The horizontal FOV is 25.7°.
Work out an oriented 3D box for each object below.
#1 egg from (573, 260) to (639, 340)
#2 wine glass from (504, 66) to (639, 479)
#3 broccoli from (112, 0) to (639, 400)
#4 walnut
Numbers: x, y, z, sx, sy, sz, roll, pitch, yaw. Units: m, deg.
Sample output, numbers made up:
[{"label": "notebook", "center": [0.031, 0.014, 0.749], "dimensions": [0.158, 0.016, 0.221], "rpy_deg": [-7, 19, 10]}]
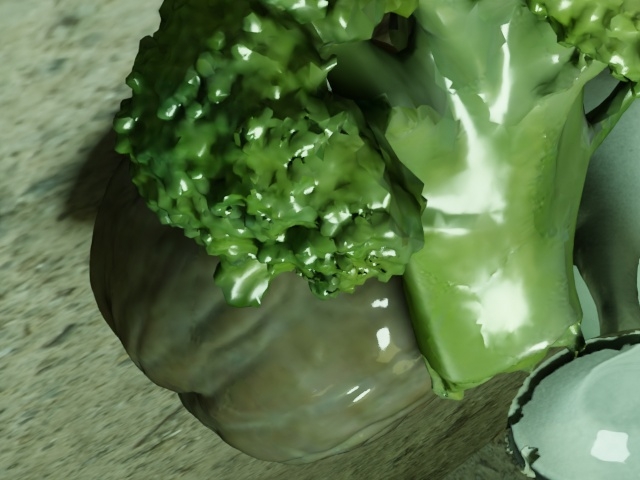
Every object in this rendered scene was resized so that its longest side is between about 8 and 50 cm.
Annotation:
[{"label": "egg", "center": [0.321, -0.058, 1.101], "dimensions": [0.371, 0.230, 0.230], "rpy_deg": [-45, 161, 21]}, {"label": "wine glass", "center": [0.163, -0.013, 0.791], "dimensions": [0.143, 0.321, 0.143], "rpy_deg": [0, 134, 0]}, {"label": "broccoli", "center": [0.060, -0.064, 0.462], "dimensions": [0.186, 0.302, 0.254], "rpy_deg": [7, -171, 41]}, {"label": "walnut", "center": [0.000, 0.000, 0.701], "dimensions": [0.224, 0.224, 0.224], "rpy_deg": [-32, 164, -10]}]
